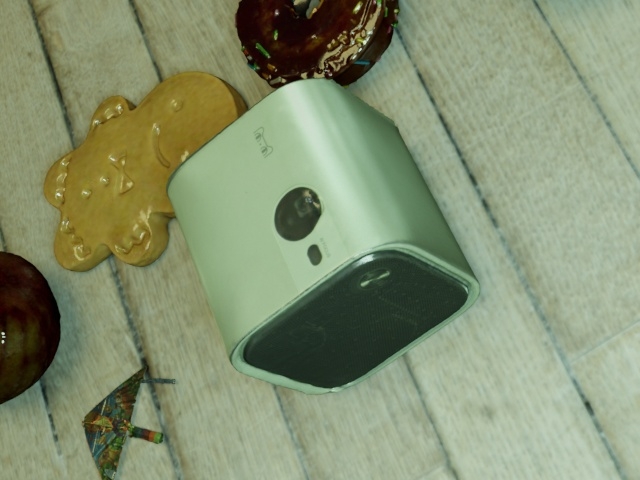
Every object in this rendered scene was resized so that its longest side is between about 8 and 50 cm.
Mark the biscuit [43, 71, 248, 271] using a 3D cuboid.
[{"bbox_3d":[-0.251,-0.101,1.827,0.355,0.052,0.275,-27,61,26],"label":"biscuit"}]

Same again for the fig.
[{"bbox_3d":[-0.497,0.173,1.841,0.217,0.217,0.320,53,129,35],"label":"fig"}]

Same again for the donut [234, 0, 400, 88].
[{"bbox_3d":[0.003,-0.296,1.695,0.235,0.089,0.235,-12,69,32],"label":"donut"}]

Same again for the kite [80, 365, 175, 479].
[{"bbox_3d":[-0.265,0.253,1.740,0.160,0.010,0.182,4,73,39],"label":"kite"}]

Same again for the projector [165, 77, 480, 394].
[{"bbox_3d":[0.000,0.000,1.494,0.249,0.248,0.249,-37,57,20],"label":"projector"}]
